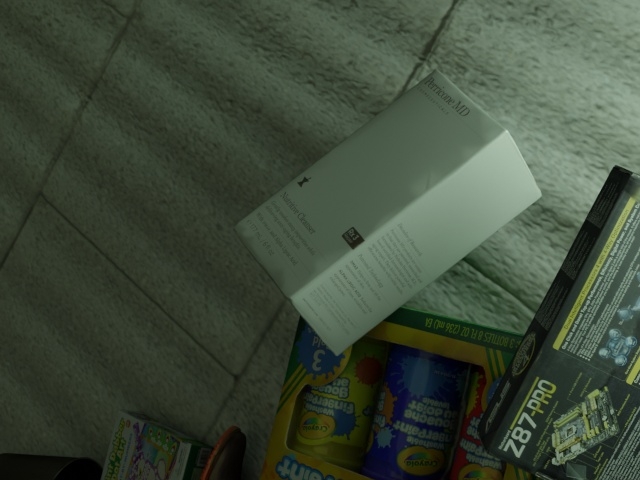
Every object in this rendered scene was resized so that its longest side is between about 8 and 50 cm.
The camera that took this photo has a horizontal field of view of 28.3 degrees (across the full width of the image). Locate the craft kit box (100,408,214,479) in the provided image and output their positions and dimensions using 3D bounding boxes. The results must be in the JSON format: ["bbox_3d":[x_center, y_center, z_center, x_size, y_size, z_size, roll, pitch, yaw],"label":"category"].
[{"bbox_3d":[-0.298,0.440,2.188,0.247,0.061,0.249,11,87,54],"label":"craft kit box"}]

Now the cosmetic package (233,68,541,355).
[{"bbox_3d":[0.096,-0.044,1.835,0.385,0.156,0.217,-40,42,-1],"label":"cosmetic package"}]

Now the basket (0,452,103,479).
[{"bbox_3d":[-0.520,0.475,2.324,0.227,0.154,0.204,6,82,41],"label":"basket"}]

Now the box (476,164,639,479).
[{"bbox_3d":[0.425,0.150,1.594,0.097,0.318,0.394,-107,42,-78],"label":"box"}]

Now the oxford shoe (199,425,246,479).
[{"bbox_3d":[-0.149,0.442,2.096,0.098,0.097,0.271,14,94,20],"label":"oxford shoe"}]

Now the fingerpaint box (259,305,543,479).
[{"bbox_3d":[0.145,0.289,1.847,0.445,0.163,0.371,13,88,38],"label":"fingerpaint box"}]
